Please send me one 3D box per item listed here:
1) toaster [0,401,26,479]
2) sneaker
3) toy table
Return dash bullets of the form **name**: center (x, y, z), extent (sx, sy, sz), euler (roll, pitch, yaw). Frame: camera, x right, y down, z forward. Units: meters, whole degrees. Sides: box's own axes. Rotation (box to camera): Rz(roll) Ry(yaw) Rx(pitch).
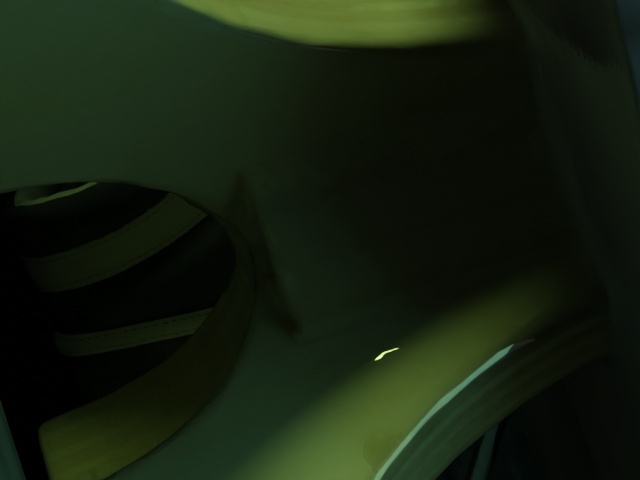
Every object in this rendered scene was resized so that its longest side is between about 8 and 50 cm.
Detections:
- **toaster**: center (-0.132, 0.075, 0.374), extent (0.227, 0.129, 0.146), euler (-6, 80, -62)
- **sneaker**: center (0.016, -0.029, 0.664), extent (0.282, 0.099, 0.153), euler (-39, 111, -35)
- **toy table**: center (0.000, 0.000, 0.465), extent (0.252, 0.161, 0.274), euler (-117, -169, -50)
